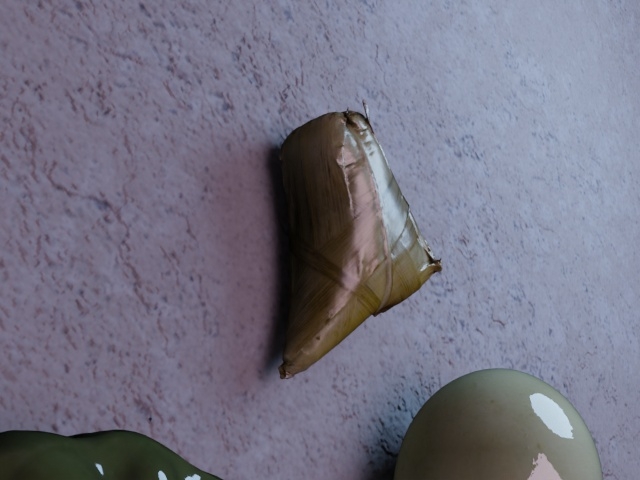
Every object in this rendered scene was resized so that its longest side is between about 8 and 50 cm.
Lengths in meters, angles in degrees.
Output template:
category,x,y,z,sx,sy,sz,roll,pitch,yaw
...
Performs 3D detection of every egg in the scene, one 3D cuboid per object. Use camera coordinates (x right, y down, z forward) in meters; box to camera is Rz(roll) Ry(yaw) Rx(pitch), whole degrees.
category,x,y,z,sx,sy,sz,roll,pitch,yaw
egg,0.158,0.244,0.822,0.188,0.188,0.254,19,72,-42

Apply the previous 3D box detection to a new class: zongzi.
category,x,y,z,sx,sy,sz,roll,pitch,yaw
zongzi,0.000,0.000,0.792,0.197,0.099,0.194,-35,105,-38

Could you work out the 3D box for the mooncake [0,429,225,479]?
category,x,y,z,sx,sy,sz,roll,pitch,yaw
mooncake,-0.155,0.278,0.490,0.351,0.187,0.351,17,65,-43
